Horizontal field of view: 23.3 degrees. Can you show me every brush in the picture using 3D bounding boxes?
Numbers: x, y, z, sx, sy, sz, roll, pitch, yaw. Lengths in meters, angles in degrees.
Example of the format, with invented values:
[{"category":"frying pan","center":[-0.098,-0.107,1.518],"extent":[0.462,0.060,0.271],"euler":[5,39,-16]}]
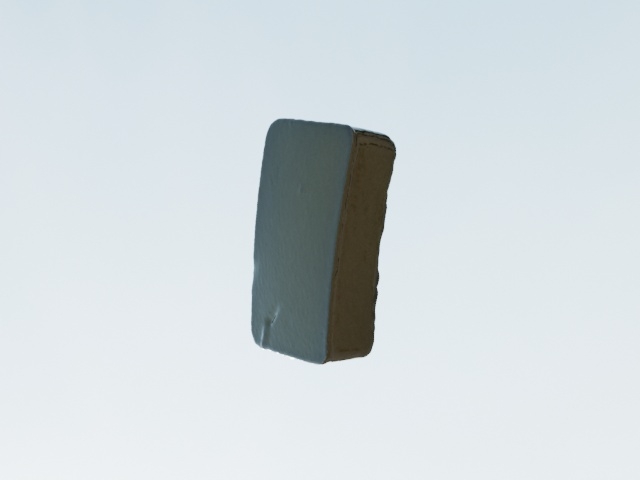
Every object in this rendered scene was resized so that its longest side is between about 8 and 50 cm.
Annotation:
[{"category":"brush","center":[0.000,0.000,1.290],"extent":[0.059,0.123,0.197],"euler":[3,-84,-34]}]
